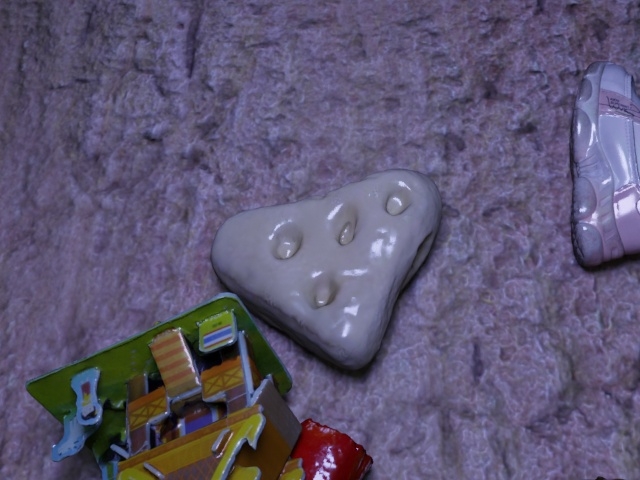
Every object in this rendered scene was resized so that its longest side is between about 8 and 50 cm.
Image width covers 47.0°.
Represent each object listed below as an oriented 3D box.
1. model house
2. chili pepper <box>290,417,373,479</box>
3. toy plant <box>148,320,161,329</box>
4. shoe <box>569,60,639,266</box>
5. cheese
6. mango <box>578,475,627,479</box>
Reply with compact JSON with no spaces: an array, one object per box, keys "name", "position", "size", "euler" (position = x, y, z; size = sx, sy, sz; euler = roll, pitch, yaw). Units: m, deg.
[{"name":"model house","position":[-0.210,0.294,0.964],"size":[0.358,0.242,0.313],"euler":[-22,37,4]},{"name":"chili pepper","position":[-0.054,0.423,1.028],"size":[0.134,0.131,0.338],"euler":[25,69,11]},{"name":"toy plant","position":[-0.205,0.182,1.175],"size":[0.162,0.093,0.093],"euler":[27,70,15]},{"name":"shoe","position":[0.514,-0.126,1.212],"size":[0.198,0.172,0.351],"euler":[1,77,16]},{"name":"cheese","position":[0.000,0.000,1.212],"size":[0.328,0.129,0.351],"euler":[21,69,22]},{"name":"mango","position":[0.358,0.433,0.991],"size":[0.254,0.139,0.175],"euler":[-46,63,-8]}]
